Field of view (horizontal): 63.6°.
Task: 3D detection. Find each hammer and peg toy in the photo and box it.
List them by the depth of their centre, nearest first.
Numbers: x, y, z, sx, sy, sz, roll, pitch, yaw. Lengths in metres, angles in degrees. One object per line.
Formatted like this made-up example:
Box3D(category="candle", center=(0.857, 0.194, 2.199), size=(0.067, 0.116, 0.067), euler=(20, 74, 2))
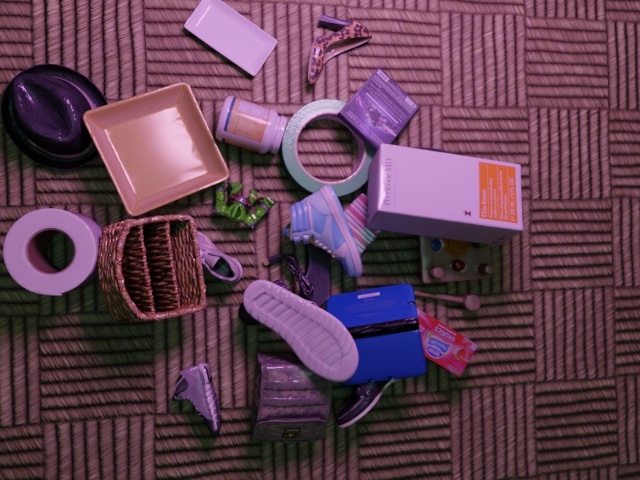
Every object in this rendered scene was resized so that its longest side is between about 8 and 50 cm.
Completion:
Box3D(category="hammer and peg toy", center=(0.454, 0.066, 1.754), size=(0.265, 0.127, 0.362), euler=(-2, 90, -10))

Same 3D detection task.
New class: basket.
Box3D(category="basket", center=(-0.494, 0.081, 1.503), size=(0.222, 0.213, 0.300), euler=(-6, 91, 28))

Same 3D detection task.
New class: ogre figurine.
Box3D(category="ogre figurine", center=(-0.259, -0.116, 1.647), size=(0.197, 0.097, 0.118), euler=(28, 73, -20))

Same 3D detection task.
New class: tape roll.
Box3D(category="tape roll", center=(-0.766, 0.031, 1.517), size=(0.245, 0.169, 0.246), euler=(0, 90, -10))
Box3D(category="tape roll", center=(0.028, -0.300, 1.707), size=(0.321, 0.077, 0.322), euler=(0, 89, -9))

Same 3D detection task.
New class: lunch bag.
Box3D(category="lunch bag", center=(-0.096, 0.511, 1.638), size=(0.235, 0.169, 0.287), euler=(4, 97, -13))

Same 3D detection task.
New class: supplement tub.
Box3D(category="supplement tub", center=(-0.217, -0.359, 1.629), size=(0.199, 0.144, 0.145), euler=(16, 87, -10))

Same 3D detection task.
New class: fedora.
Box3D(category="fedora", center=(-0.793, -0.378, 1.523), size=(0.333, 0.152, 0.334), euler=(0, 90, -11))

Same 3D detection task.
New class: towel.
Box3D(category="towel", center=(0.125, -0.044, 1.749), size=(0.144, 0.029, 0.197), euler=(44, 86, -7))

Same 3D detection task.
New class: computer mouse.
Box3D(category="computer mouse", center=(-0.167, 0.148, 1.658), size=(0.261, 0.060, 0.184), euler=(-26, 74, 5))

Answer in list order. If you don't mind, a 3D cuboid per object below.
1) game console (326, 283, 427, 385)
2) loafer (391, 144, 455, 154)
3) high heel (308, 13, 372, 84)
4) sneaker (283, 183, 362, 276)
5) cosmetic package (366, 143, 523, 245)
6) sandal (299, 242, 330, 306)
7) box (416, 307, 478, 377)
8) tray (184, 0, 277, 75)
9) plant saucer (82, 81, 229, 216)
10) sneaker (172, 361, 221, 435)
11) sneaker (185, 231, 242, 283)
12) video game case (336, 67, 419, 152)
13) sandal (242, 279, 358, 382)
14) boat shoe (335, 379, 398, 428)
Box3D(category="game console", center=(0.177, 0.301, 1.670), size=(0.292, 0.250, 0.173), euler=(-10, 131, 10))
Box3D(category="loafer", center=(0.321, -0.275, 1.763), size=(0.267, 0.096, 0.084), euler=(5, 109, -3))
Box3D(category="high heel", center=(0.063, -0.615, 1.703), size=(0.186, 0.093, 0.262), euler=(14, 78, -3))
Box3D(category="sneaker", center=(0.000, 0.000, 1.657), size=(0.208, 0.127, 0.319), euler=(-23, 103, 0))
Box3D(category="cosmetic package", center=(0.383, -0.139, 1.613), size=(0.452, 0.161, 0.230), euler=(7, 72, -6))
Box3D(category="sandal", center=(-0.016, 0.106, 1.715), size=(0.097, 0.054, 0.255), euler=(11, 78, -17))
Box3D(category="box", center=(0.377, 0.335, 1.741), size=(0.256, 0.122, 0.128), euler=(32, 85, -8))
Box3D(category="tray", center=(-0.289, -0.665, 1.676), size=(0.270, 0.030, 0.145), euler=(34, 85, -8))
Box3D(category="plant saucer", center=(-0.497, -0.277, 1.587), size=(0.332, 0.081, 0.333), euler=(-26, 93, -22))
Box3D(category="sneaker", center=(-0.396, 0.511, 1.631), size=(0.132, 0.086, 0.229), euler=(-13, 82, -5))
Box3D(category="sneaker", center=(-0.357, 0.045, 1.613), size=(0.262, 0.121, 0.099), euler=(31, 85, -8))
Box3D(category="video game case", center=(0.197, -0.430, 1.710), size=(0.196, 0.026, 0.274), euler=(42, 60, -8))
Box3D(category="sandal", center=(-0.049, 0.261, 1.590), size=(0.416, 0.102, 0.169), euler=(40, 91, 4))
Box3D(category="boat shoe", center=(0.158, 0.463, 1.701), size=(0.340, 0.127, 0.113), euler=(-41, 95, -9))
